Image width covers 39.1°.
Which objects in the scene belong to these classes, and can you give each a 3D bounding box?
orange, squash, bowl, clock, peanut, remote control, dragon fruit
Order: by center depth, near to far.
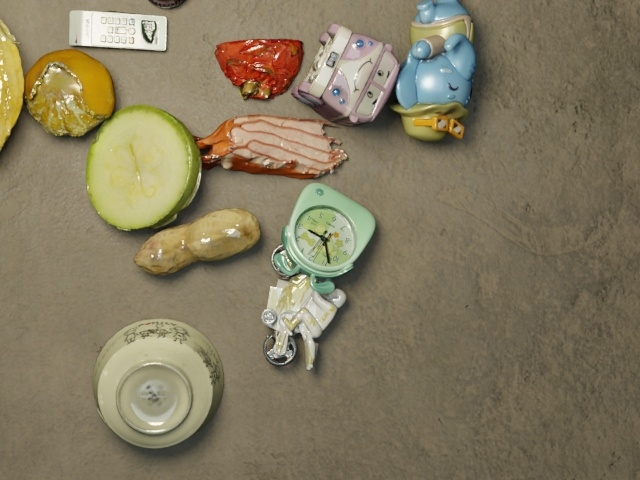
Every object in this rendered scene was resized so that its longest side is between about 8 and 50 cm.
[{"bbox_3d":[-0.429,-0.251,1.530,0.157,0.134,0.156,-1,79,4],"label":"orange"},{"bbox_3d":[-0.312,-0.125,1.550,0.219,0.041,0.219,-1,86,19],"label":"squash"},{"bbox_3d":[-0.287,0.262,1.581,0.238,0.126,0.237,-1,95,-7],"label":"bowl"},{"bbox_3d":[-0.355,-0.368,1.582,0.166,0.029,0.065,1,92,-11],"label":"remote control"},{"bbox_3d":[-0.217,0.003,1.583,0.228,0.104,0.085,-17,101,-3],"label":"peanut"},{"bbox_3d":[-0.104,-0.303,1.590,0.162,0.083,0.106,-3,96,-8],"label":"dragon fruit"},{"bbox_3d":[0.000,0.000,1.593,0.148,0.060,0.188,33,62,-4],"label":"clock"}]

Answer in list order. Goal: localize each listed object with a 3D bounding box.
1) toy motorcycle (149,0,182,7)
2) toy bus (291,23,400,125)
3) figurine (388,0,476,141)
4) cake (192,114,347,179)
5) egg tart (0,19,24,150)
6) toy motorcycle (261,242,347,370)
[{"bbox_3d":[-0.258,-0.577,1.528,0.221,0.148,0.325,-19,102,17],"label":"toy motorcycle"},{"bbox_3d":[0.045,-0.278,1.545,0.142,0.202,0.142,28,90,-10],"label":"toy bus"},{"bbox_3d":[0.197,-0.304,1.581,0.154,0.180,0.262,1,102,13],"label":"figurine"},{"bbox_3d":[-0.085,-0.166,1.589,0.287,0.135,0.098,-1,79,-15],"label":"cake"},{"bbox_3d":[-0.651,-0.254,1.504,0.341,0.132,0.341,-1,95,-7],"label":"egg tart"},{"bbox_3d":[-0.029,0.119,1.627,0.151,0.074,0.228,5,84,-1],"label":"toy motorcycle"}]
